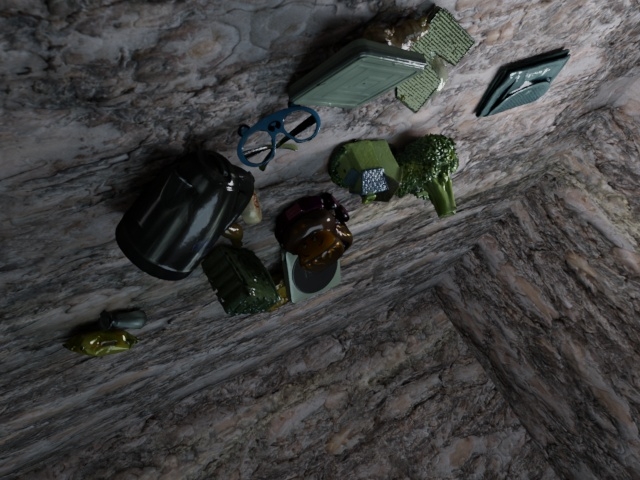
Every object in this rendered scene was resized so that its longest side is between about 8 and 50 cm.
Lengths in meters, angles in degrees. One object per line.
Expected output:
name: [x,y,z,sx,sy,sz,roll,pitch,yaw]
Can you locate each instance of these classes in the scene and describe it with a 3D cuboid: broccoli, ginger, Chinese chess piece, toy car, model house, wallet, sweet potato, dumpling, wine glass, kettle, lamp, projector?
broccoli: [0.388,-0.229,1.796,0.248,0.302,0.375,4,168,13]
ginger: [0.170,-0.494,1.215,0.213,0.074,0.137,-27,172,-20]
Chinese chess piece: [-0.215,-0.108,1.447,0.051,0.122,0.122,-15,157,2]
toy car: [0.000,0.000,1.784,0.271,0.241,0.340,-35,152,13]
model house: [0.151,-0.205,1.608,0.213,0.189,0.195,-13,150,-36]
wallet: [0.765,-0.578,1.806,0.341,0.075,0.237,-22,159,-23]
sweet potato: [-0.290,-0.021,1.620,0.069,0.060,0.249,-12,162,5]
dumpling: [0.329,-0.490,1.412,0.134,0.099,0.169,-50,132,-30]
wine glass: [-0.698,0.280,1.699,0.072,0.072,0.155,-40,156,19]
kettle: [-0.313,-0.084,1.252,0.324,0.228,0.320,-46,156,22]
lamp: [0.091,-0.403,1.198,0.266,0.047,0.269,-12,177,-43]
projector: [-0.039,0.108,2.053,0.258,0.079,0.258,-20,121,-27]

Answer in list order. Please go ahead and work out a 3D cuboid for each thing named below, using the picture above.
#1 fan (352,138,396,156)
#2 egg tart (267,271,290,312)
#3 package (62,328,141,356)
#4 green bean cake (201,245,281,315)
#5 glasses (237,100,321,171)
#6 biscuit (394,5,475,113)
fan: [0.148,-0.270,1.725,0.294,0.012,0.223,-5,147,-47]
egg tart: [-0.198,0.216,2.162,0.290,0.107,0.291,-30,157,-14]
package: [-0.768,0.358,1.698,0.168,0.090,0.226,-6,173,43]
green bean cake: [-0.276,0.144,1.730,0.132,0.241,0.255,-43,155,16]
glasses: [-0.103,-0.255,1.311,0.238,0.102,0.207,-31,157,-4]
biscuit: [0.288,-0.482,1.299,0.147,0.046,0.250,27,114,-26]
